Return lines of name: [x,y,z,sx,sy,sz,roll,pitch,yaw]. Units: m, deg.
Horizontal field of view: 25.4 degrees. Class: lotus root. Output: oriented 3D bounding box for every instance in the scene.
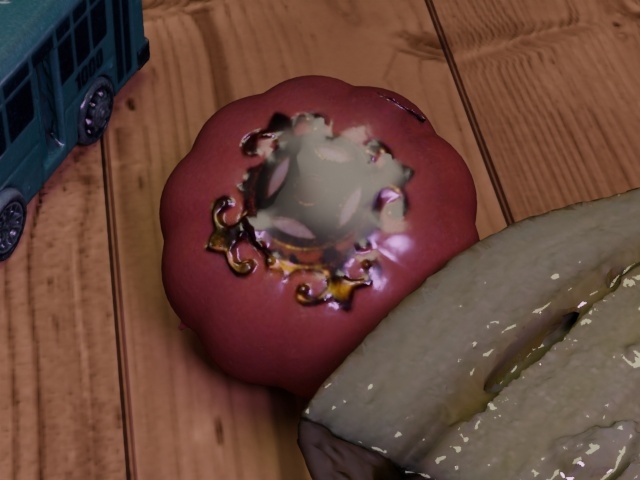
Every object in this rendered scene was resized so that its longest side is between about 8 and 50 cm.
lotus root: [0.172,0.089,0.697,0.267,0.149,0.260,23,51,28]

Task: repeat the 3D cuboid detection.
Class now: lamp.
lamp: [0.000,0.000,0.789,0.182,0.140,0.182,-2,73,6]

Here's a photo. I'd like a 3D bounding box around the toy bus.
toy bus: [-0.212,-0.104,0.879,0.128,0.147,0.256,18,47,13]
